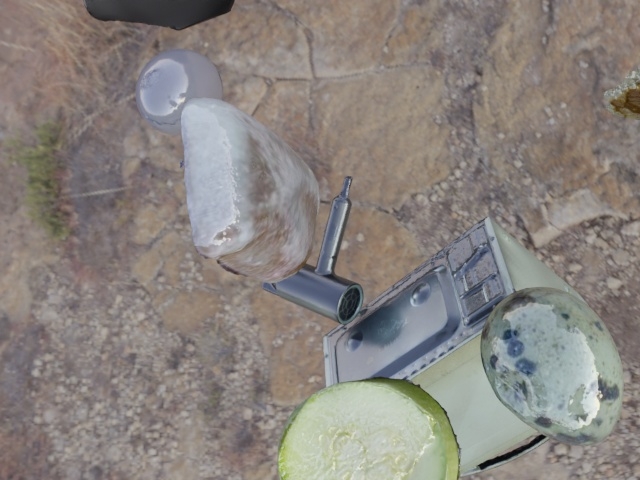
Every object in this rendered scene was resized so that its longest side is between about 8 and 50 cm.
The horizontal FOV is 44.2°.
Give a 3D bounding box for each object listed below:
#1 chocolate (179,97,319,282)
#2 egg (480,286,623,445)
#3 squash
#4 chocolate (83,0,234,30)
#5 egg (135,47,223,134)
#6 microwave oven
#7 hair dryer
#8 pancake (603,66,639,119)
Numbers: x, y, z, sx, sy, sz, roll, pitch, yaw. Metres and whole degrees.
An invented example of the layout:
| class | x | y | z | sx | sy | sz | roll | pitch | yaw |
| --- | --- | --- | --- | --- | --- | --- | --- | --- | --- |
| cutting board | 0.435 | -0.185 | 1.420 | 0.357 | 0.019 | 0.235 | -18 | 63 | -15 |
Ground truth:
| class | x | y | z | sx | sy | sz | roll | pitch | yaw |
| --- | --- | --- | --- | --- | --- | --- | --- | --- | --- |
| chocolate | -0.068 | -0.054 | 0.918 | 0.100 | 0.303 | 0.185 | -9 | 78 | 16 |
| egg | 0.254 | 0.138 | 0.862 | 0.141 | 0.141 | 0.181 | -35 | 69 | 18 |
| squash | 0.069 | 0.279 | 0.998 | 0.220 | 0.133 | 0.220 | -4 | 77 | 16 |
| chocolate | -0.153 | -0.246 | 0.681 | 0.125 | 0.149 | 0.080 | -41 | 45 | 14 |
| egg | -0.247 | -0.258 | 1.376 | 0.146 | 0.198 | 0.146 | 5 | 121 | 9 |
| microwave oven | 0.248 | 0.201 | 1.375 | 0.394 | 0.333 | 0.247 | -38 | 32 | 26 |
| hair dryer | 0.000 | 0.000 | 1.391 | 0.195 | 0.078 | 0.248 | 21 | 98 | 33 |
| pancake | 0.359 | -0.160 | 0.726 | 0.244 | 0.266 | 0.057 | 2 | 74 | 55 |
